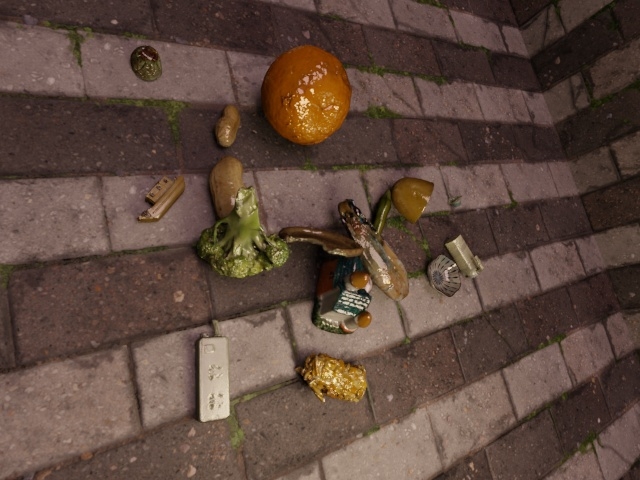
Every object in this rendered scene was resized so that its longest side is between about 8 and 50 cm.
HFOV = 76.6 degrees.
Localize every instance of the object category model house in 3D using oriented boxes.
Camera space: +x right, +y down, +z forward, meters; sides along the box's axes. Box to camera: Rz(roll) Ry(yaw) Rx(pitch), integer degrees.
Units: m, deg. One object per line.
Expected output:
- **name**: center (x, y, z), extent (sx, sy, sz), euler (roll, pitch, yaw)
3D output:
- **model house**: center (0.118, 0.173, 1.391), extent (0.190, 0.301, 0.272), euler (20, 66, -17)

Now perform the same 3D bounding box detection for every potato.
- **potato**: center (0.380, -0.198, 1.747), extent (0.158, 0.178, 0.204), euler (31, 85, -2)

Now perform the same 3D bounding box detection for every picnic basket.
- **picnic basket**: center (0.655, -0.204, 1.962), extent (0.083, 0.065, 0.083), euler (-33, 110, -29)

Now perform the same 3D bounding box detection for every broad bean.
- **broad bean**: center (0.245, -0.077, 1.675), extent (0.075, 0.067, 0.325), euler (41, 60, -47)

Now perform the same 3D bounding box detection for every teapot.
- **teapot**: center (0.668, 0.072, 1.855), extent (0.077, 0.107, 0.201), euler (-35, 95, -37)

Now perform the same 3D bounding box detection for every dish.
- **dish**: center (0.523, 0.158, 1.767), extent (0.190, 0.066, 0.191), euler (11, 68, -27)

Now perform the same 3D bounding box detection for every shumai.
- **shumai**: center (-0.572, -0.605, 1.339), extent (0.098, 0.087, 0.124), euler (-7, 77, -31)

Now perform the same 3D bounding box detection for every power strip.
- **power strip**: center (-0.321, 0.380, 1.202), extent (0.093, 0.053, 0.288), euler (3, 74, -30)

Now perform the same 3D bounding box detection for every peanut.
- **peanut**: center (-0.301, -0.171, 1.348), extent (0.137, 0.122, 0.253), euler (2, 70, -56)
- **peanut**: center (-0.329, -0.410, 1.432), extent (0.080, 0.080, 0.175), euler (20, 62, -24)

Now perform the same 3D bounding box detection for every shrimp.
- **shrimp**: center (0.211, 0.031, 1.543), extent (0.446, 0.109, 0.221), euler (56, 36, -8)

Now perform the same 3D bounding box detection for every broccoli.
- **broccoli**: center (-0.225, 0.022, 1.225), extent (0.254, 0.302, 0.186), euler (36, 55, -20)

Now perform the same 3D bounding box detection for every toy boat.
- **toy boat**: center (-0.495, -0.132, 1.256), extent (0.077, 0.057, 0.201), euler (36, 60, -11)

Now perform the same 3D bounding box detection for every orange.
- **orange**: center (-0.058, -0.531, 1.484), extent (0.340, 0.341, 0.293), euler (-10, 43, -33)

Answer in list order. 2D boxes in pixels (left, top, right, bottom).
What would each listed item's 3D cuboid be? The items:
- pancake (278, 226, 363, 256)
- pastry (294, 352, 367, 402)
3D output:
- **pancake**: center (0.000, 0.000, 1.394), extent (0.286, 0.288, 0.033), euler (4, 105, -36)
- **pastry**: center (0.039, 0.467, 1.359), extent (0.249, 0.102, 0.154), euler (22, 66, -26)
